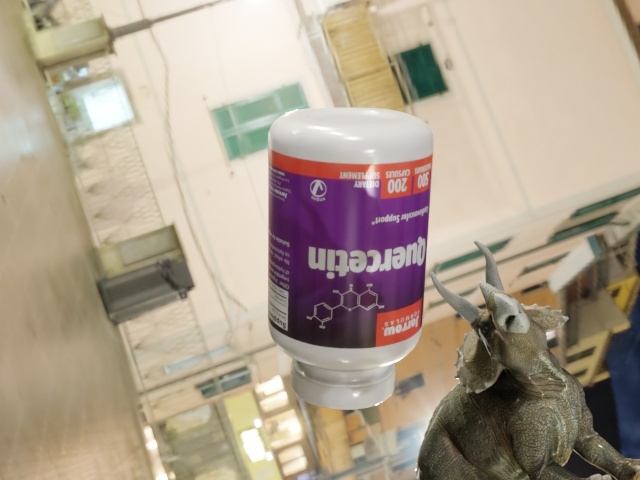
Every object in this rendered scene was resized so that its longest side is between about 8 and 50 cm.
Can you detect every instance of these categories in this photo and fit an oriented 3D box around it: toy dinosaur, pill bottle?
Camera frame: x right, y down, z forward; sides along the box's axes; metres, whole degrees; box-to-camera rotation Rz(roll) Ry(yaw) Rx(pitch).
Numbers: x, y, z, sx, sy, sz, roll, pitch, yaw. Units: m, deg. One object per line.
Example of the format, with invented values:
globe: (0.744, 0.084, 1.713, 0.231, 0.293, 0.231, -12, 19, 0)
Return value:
toy dinosaur: (0.137, 0.160, 0.627, 0.160, 0.121, 0.314, 47, -43, 35)
pill bottle: (0.030, 0.019, 0.943, 0.181, 0.181, 0.323, -129, -142, -68)
